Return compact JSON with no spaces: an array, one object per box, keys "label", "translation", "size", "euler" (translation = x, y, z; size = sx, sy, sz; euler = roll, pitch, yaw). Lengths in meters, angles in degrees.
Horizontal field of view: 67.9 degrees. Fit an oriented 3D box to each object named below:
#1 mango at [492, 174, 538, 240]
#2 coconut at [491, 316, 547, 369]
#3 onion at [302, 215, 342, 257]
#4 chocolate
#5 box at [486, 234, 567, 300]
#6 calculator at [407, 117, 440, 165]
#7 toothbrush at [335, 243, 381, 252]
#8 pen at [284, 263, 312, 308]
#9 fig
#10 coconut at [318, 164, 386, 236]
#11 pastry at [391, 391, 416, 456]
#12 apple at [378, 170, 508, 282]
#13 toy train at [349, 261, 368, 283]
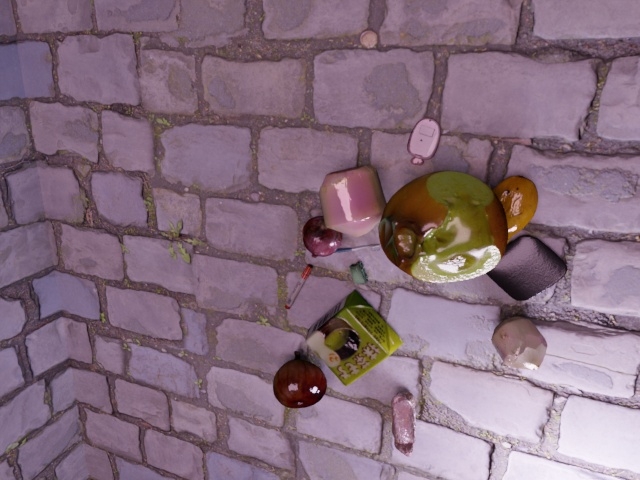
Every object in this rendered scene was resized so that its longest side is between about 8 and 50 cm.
[{"label":"mango","translation":[0.607,-0.089,1.553],"size":[0.157,0.109,0.262],"euler":[22,116,11]},{"label":"coconut","translation":[0.682,0.359,1.624],"size":[0.171,0.183,0.170],"euler":[-11,135,-11]},{"label":"onion","translation":[0.000,0.000,1.824],"size":[0.159,0.159,0.195],"euler":[32,139,10]},{"label":"chocolate","translation":[0.122,0.403,1.907],"size":[0.289,0.137,0.301],"euler":[47,119,2]},{"label":"box","translation":[0.694,0.094,1.616],"size":[0.201,0.042,0.212],"euler":[45,117,4]},{"label":"calculator","translation":[0.352,-0.335,1.626],"size":[0.103,0.024,0.165],"euler":[21,113,15]},{"label":"toothbrush","translation":[0.106,0.038,1.859],"size":[0.276,0.019,0.025],"euler":[-6,112,24]},{"label":"pen","translation":[-0.092,0.195,1.990],"size":[0.028,0.028,0.239],"euler":[33,117,10]},{"label":"fig","translation":[-0.090,0.612,2.041],"size":[0.235,0.214,0.235],"euler":[-2,115,-4]},{"label":"coconut","translation":[0.115,-0.134,1.691],"size":[0.233,0.233,0.245],"euler":[-8,103,25]},{"label":"pastry","translation":[0.342,0.735,1.948],"size":[0.103,0.112,0.265],"euler":[2,101,14]},{"label":"apple","translation":[0.376,-0.040,1.501],"size":[0.384,0.374,0.374],"euler":[19,121,60]},{"label":"toy train","translation":[0.150,0.129,1.860],"size":[0.056,0.038,0.093],"euler":[-14,102,29]}]
